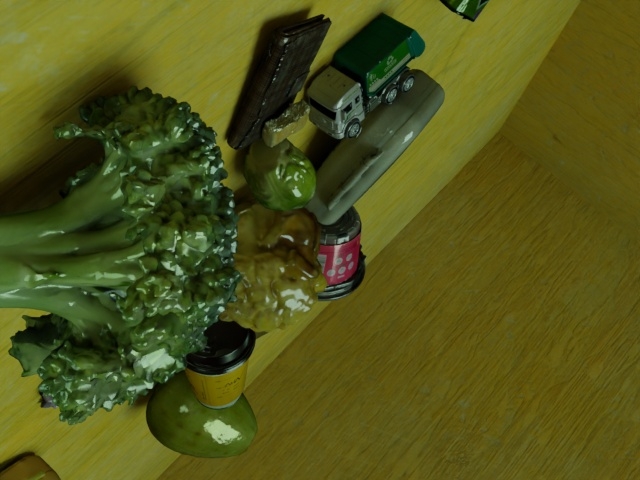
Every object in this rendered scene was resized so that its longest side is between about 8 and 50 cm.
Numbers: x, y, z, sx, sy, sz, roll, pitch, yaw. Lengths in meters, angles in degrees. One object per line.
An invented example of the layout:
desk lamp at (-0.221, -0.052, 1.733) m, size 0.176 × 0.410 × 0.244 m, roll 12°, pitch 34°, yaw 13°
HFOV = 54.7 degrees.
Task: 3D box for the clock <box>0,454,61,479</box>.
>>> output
clock at (-0.646, 0.582, 1.238) m, size 0.244 × 0.200 × 0.317 m, roll -48°, pitch 176°, yaw 14°

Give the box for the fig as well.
fig at (-0.325, 0.491, 1.736) m, size 0.258 × 0.326 × 0.258 m, roll -42°, pitch -159°, yaw 20°

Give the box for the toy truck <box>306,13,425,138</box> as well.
toy truck at (0.085, -0.308, 1.145) m, size 0.253 × 0.114 × 0.124 m, roll -44°, pitch 154°, yaw -18°

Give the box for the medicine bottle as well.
medicine bottle at (0.108, -0.203, 1.372) m, size 0.375 × 0.123 × 0.282 m, roll -48°, pitch -179°, yaw 44°

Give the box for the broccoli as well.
broccoli at (-0.237, 0.028, 0.725) m, size 0.317 × 0.277 × 0.338 m, roll -24°, pitch 152°, yaw -15°

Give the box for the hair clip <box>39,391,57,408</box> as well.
hair clip at (-0.430, 0.227, 1.128) m, size 0.292 × 0.084 × 0.106 m, roll -48°, pitch 151°, yaw 21°

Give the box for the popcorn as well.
popcorn at (-0.129, 0.059, 1.212) m, size 0.332 × 0.265 × 0.225 m, roll -21°, pitch 161°, yaw -25°

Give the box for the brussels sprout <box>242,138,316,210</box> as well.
brussels sprout at (-0.076, -0.116, 1.103) m, size 0.117 × 0.155 × 0.155 m, roll -46°, pitch 168°, yaw -2°

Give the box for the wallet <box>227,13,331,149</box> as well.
wallet at (-0.068, -0.242, 0.959) m, size 0.124 × 0.042 × 0.230 m, roll -40°, pitch 168°, yaw -43°

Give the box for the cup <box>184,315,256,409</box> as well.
cup at (-0.256, 0.291, 1.520) m, size 0.196 × 0.196 × 0.279 m, roll -40°, pitch 151°, yaw -33°

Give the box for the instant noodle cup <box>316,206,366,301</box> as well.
instant noodle cup at (0.000, 0.000, 1.544) m, size 0.302 × 0.258 × 0.181 m, roll -36°, pitch 150°, yaw -40°

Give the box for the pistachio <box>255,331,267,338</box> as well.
pistachio at (-0.181, 0.191, 1.655) m, size 0.213 × 0.163 × 0.260 m, roll 21°, pitch 117°, yaw -41°

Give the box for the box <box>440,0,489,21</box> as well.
box at (0.358, -0.601, 1.199) m, size 0.134 × 0.097 × 0.345 m, roll -13°, pitch 144°, yaw -56°

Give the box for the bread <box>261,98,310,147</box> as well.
bread at (-0.057, -0.191, 1.013) m, size 0.083 × 0.035 × 0.070 m, roll -38°, pitch 173°, yaw -15°
